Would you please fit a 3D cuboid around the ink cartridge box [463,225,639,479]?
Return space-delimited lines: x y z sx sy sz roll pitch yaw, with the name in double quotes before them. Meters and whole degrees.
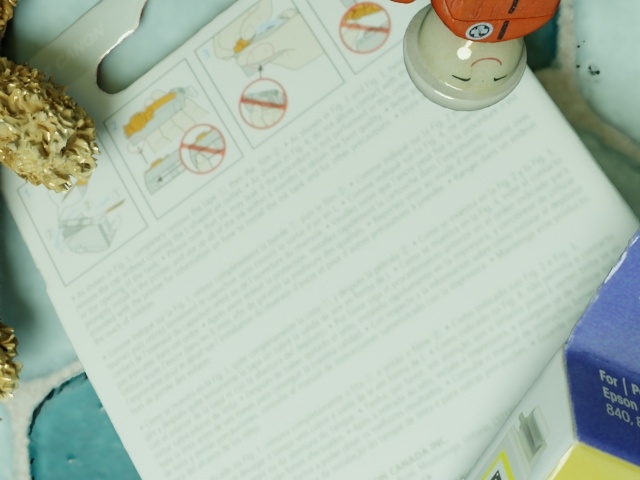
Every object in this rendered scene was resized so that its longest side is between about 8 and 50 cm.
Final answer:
"ink cartridge box" 0.200 0.180 0.499 0.303 0.072 0.307 23 115 -16

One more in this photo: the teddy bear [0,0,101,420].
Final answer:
"teddy bear" -0.250 -0.047 0.581 0.245 0.113 0.338 28 105 21

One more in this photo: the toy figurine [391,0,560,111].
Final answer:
"toy figurine" 0.060 -0.192 0.480 0.209 0.148 0.213 34 67 9

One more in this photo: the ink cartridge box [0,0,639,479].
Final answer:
"ink cartridge box" 0.000 0.000 0.594 0.308 0.091 0.385 -35 74 13
